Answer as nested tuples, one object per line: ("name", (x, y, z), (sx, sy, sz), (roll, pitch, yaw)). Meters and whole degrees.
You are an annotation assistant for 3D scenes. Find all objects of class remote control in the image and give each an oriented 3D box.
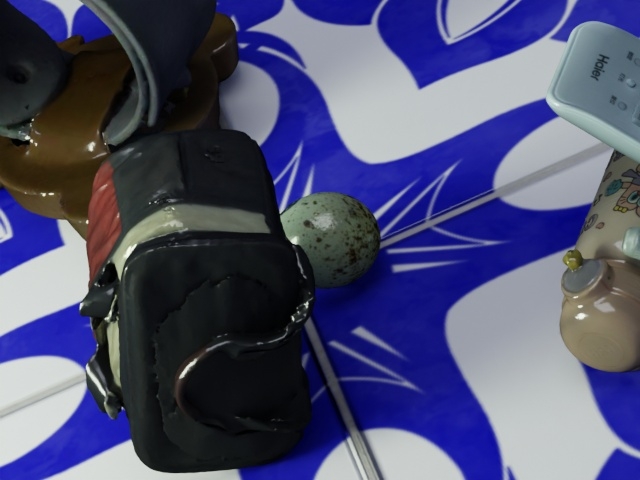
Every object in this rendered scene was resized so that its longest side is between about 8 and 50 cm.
("remote control", (0.313, -0.067, 1.431), (0.293, 0.051, 0.103), (29, 52, -3))

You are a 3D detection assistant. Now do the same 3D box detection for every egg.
("egg", (0.000, 0.000, 1.590), (0.110, 0.085, 0.085), (-2, 44, 36))

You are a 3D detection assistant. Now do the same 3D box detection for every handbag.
("handbag", (-0.101, 0.055, 1.446), (0.181, 0.254, 0.181), (-6, 38, -8))

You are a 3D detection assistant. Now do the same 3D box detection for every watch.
("watch", (-0.274, -0.202, 1.751), (0.335, 0.327, 0.314), (2, 46, 28))

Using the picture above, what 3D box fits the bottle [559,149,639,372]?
("bottle", (0.249, 0.006, 1.447), (0.097, 0.110, 0.209), (-15, 35, 41))

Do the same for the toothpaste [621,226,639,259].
("toothpaste", (0.352, 0.032, 1.367), (0.255, 0.037, 0.067), (16, 55, 6))
